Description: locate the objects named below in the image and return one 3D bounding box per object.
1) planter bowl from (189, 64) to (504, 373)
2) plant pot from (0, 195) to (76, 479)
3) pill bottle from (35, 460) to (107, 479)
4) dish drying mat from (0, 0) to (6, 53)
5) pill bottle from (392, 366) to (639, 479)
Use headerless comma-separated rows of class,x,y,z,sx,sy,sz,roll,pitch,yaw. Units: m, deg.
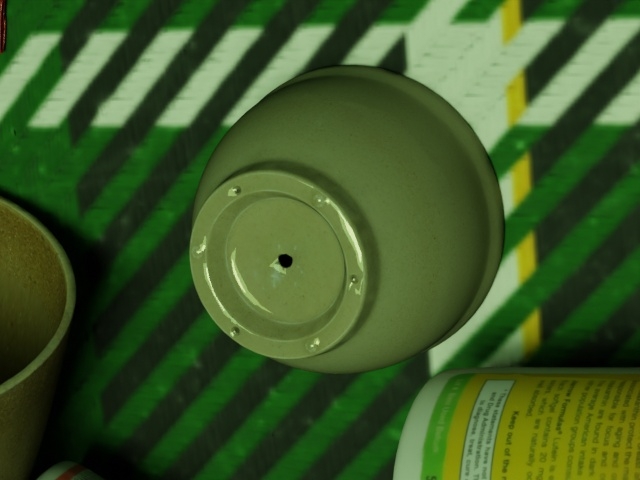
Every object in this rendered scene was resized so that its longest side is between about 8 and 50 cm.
planter bowl,0.000,0.000,0.982,0.162,0.109,0.162,7,108,22
plant pot,-0.260,0.126,1.093,0.237,0.237,0.254,20,126,19
pill bottle,-0.084,0.229,1.074,0.221,0.124,0.124,32,115,8
dish drying mat,-0.216,-0.129,1.102,0.083,0.008,0.032,13,110,20
pill bottle,0.170,0.129,0.924,0.245,0.136,0.136,-2,104,25
